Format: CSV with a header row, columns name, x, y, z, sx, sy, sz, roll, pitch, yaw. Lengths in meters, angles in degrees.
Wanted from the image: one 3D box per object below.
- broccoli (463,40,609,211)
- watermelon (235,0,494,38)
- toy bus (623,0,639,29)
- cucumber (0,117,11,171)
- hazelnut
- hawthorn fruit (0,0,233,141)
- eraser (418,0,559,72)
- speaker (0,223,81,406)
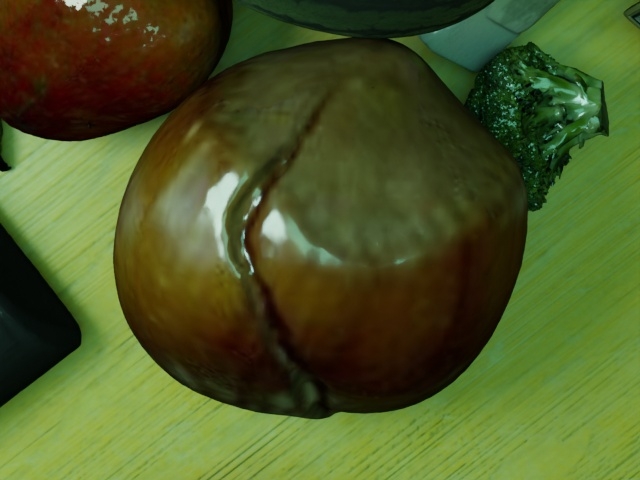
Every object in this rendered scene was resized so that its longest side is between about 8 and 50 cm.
name,x,y,z,sx,sy,sz,roll,pitch,yaw
broccoli,0.199,-0.115,1.230,0.137,0.162,0.146,-6,126,20
watermelon,0.032,-0.300,1.036,0.359,0.279,0.279,15,94,1
toy bus,0.464,-0.271,1.214,0.202,0.177,0.365,39,89,-2
cucumber,-0.362,-0.160,1.242,0.220,0.046,0.070,42,85,-7
hazelnut,0.000,0.000,1.150,0.372,0.315,0.372,3,123,5
hawthorn fruit,-0.211,-0.186,1.172,0.261,0.224,0.224,-40,96,19
eraser,0.205,-0.349,1.157,0.397,0.082,0.213,-41,88,25
speaker,-0.401,-0.006,1.168,0.180,0.184,0.388,-38,93,-5
